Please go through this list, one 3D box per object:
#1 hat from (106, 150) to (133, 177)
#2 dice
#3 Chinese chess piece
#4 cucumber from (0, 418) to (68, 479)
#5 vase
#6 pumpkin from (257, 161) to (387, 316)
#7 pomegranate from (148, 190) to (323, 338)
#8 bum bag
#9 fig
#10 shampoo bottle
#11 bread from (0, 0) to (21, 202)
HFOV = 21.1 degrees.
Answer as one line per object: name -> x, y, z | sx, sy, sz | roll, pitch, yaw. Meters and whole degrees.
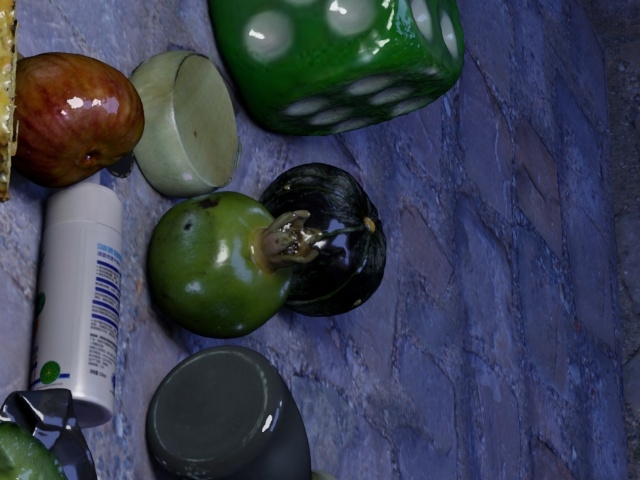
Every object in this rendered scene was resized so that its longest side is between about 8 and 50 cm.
hat -> -0.265, -0.114, 1.978 | 0.121, 0.050, 0.121 | 49, 21, -25
dice -> 0.027, -0.327, 2.469 | 0.297, 0.287, 0.300 | 21, 58, -66
Chinese chess piece -> -0.175, -0.146, 2.178 | 0.188, 0.083, 0.188 | -10, 90, -68
cucumber -> -0.322, 0.272, 1.580 | 0.191, 0.130, 0.191 | 31, 52, -50
vase -> -0.072, 0.272, 2.101 | 0.321, 0.173, 0.173 | 56, 30, -52
pumpkin -> 0.000, 0.000, 2.388 | 0.220, 0.161, 0.221 | -16, 90, -71
pomegranate -> -0.098, 0.022, 2.077 | 0.187, 0.225, 0.187 | 22, 61, -45
bum bag -> -0.264, 0.298, 1.736 | 0.137, 0.074, 0.310 | -27, 101, -36
fig -> -0.293, -0.135, 1.852 | 0.149, 0.202, 0.148 | -62, 148, -19
shampoo bottle -> -0.261, 0.047, 1.863 | 0.092, 0.092, 0.303 | 41, 42, -53
bread -> -0.356, -0.163, 1.683 | 0.143, 0.139, 0.229 | 121, -28, -56
